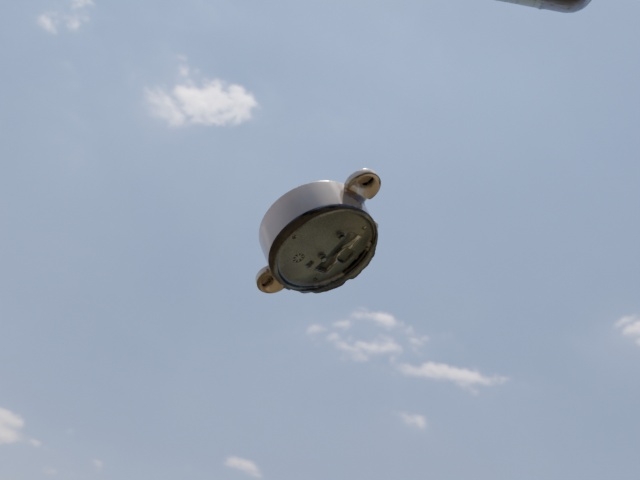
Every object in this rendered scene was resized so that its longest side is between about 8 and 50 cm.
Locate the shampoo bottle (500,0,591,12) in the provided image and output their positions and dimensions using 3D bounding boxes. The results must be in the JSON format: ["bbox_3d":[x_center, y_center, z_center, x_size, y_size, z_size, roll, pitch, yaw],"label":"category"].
[{"bbox_3d":[0.011,-0.193,0.407,0.283,0.101,0.101,14,-30,10],"label":"shampoo bottle"}]

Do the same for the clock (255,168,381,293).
[{"bbox_3d":[0.000,0.000,1.028,0.229,0.063,0.155,-44,-48,20],"label":"clock"}]
